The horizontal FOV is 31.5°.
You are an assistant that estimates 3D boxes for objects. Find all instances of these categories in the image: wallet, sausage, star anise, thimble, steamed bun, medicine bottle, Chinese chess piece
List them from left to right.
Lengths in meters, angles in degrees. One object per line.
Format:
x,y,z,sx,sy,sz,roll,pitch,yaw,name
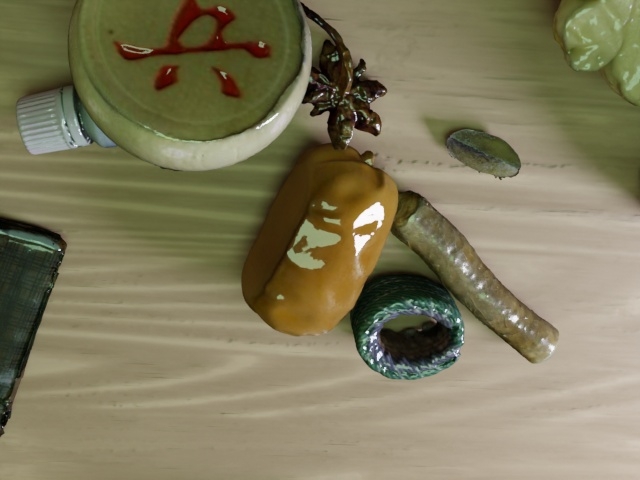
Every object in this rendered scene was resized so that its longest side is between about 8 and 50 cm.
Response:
-0.432,0.110,1.382,0.169,0.044,0.317,16,114,-17,wallet
-0.230,-0.146,1.256,0.203,0.083,0.083,-10,116,-2,medicine bottle
-0.134,-0.194,1.172,0.249,0.103,0.250,3,75,-10,Chinese chess piece
0.000,0.000,1.329,0.136,0.120,0.241,12,114,-27,sausage
0.009,-0.192,1.264,0.097,0.070,0.191,-40,99,-12,star anise
0.106,0.104,1.405,0.135,0.090,0.118,-2,116,-5,thimble
0.388,-0.285,1.220,0.295,0.137,0.292,-40,117,17,steamed bun

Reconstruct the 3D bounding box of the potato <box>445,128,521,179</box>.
0.194,-0.105,1.349,0.093,0.036,0.037,25,149,3,potato

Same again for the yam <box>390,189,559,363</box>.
0.192,0.052,1.406,0.066,0.066,0.299,-41,114,13,yam
